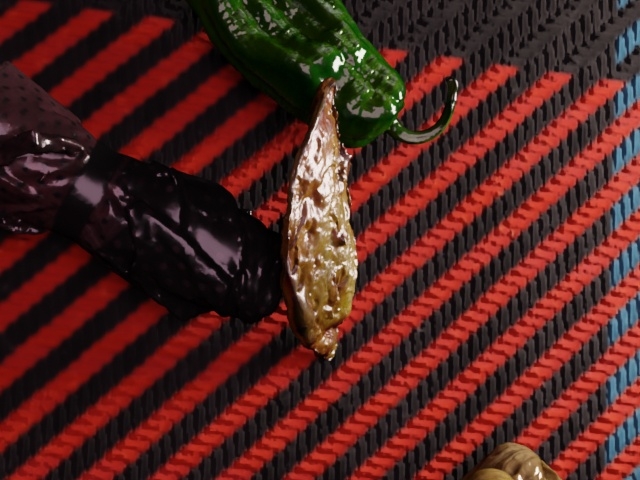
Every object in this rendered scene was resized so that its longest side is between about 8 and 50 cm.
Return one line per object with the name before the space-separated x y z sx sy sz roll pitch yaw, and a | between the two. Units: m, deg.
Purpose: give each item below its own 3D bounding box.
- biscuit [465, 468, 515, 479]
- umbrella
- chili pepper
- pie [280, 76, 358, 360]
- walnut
biscuit | 0.119 0.254 0.956 0.166 0.036 0.226 11 106 -9
umbrella | -0.166 -0.041 0.954 0.326 0.094 0.090 29 119 -10
chili pepper | -0.025 -0.149 1.014 0.100 0.074 0.257 -42 94 -26
pie | -0.001 -0.001 0.957 0.033 0.088 0.191 7 108 24
walnut | 0.119 0.182 0.993 0.096 0.082 0.079 -52 125 -9
